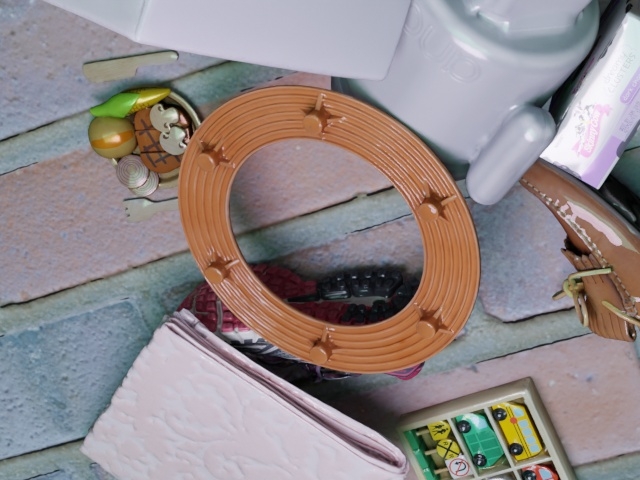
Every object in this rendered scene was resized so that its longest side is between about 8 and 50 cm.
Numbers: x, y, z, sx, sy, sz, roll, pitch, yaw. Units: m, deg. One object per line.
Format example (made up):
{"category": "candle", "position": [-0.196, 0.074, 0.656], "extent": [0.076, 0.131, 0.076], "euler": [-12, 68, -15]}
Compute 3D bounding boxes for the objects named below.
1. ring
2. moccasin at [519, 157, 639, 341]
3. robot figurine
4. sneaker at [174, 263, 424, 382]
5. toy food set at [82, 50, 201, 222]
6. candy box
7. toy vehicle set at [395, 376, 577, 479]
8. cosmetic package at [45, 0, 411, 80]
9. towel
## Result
{"category": "ring", "position": [0.000, 0.000, 1.622], "extent": [0.336, 0.032, 0.337], "euler": [14, 126, 21]}
{"category": "moccasin", "position": [0.326, 0.058, 1.699], "extent": [0.147, 0.139, 0.380], "euler": [-38, 108, 16]}
{"category": "robot figurine", "position": [0.133, -0.188, 1.566], "extent": [0.353, 0.199, 0.300], "euler": [-54, 48, 52]}
{"category": "sneaker", "position": [-0.026, 0.105, 1.810], "extent": [0.299, 0.121, 0.112], "euler": [3, 127, 18]}
{"category": "toy food set", "position": [-0.194, -0.111, 1.802], "extent": [0.132, 0.038, 0.192], "euler": [-9, 110, 17]}
{"category": "candy box", "position": [0.288, -0.163, 1.571], "extent": [0.070, 0.196, 0.165], "euler": [30, 116, -1]}
{"category": "toy vehicle set", "position": [0.216, 0.299, 1.873], "extent": [0.166, 0.035, 0.267], "euler": [-20, 106, 21]}
{"category": "cosmetic package", "position": [-0.136, -0.361, 1.413], "extent": [0.393, 0.329, 0.328], "euler": [26, 104, 36]}
{"category": "towel", "position": [-0.097, 0.245, 1.858], "extent": [0.317, 0.053, 0.332], "euler": [34, 140, -4]}
